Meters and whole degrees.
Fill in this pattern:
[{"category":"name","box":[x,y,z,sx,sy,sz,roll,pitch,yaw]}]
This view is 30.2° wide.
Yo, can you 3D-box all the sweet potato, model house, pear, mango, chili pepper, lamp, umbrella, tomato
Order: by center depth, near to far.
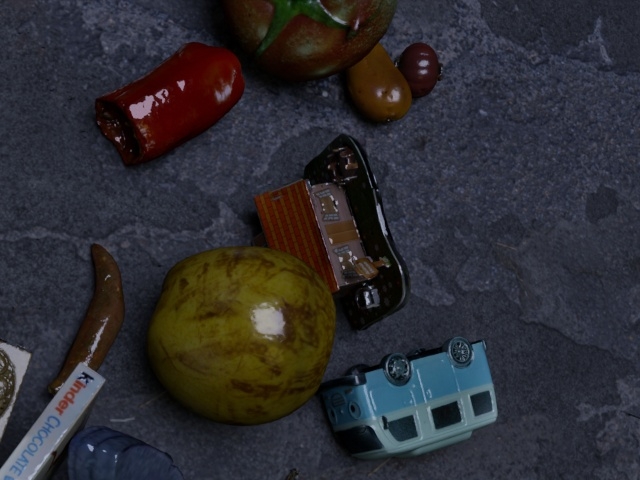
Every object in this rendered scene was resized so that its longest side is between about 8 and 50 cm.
[{"category":"pear","box":[-0.115,0.136,1.716,0.281,0.281,0.280,10,68,-25]},{"category":"sweet potato","box":[-0.329,0.121,1.734,0.078,0.058,0.255,12,61,-1]},{"category":"umbrella","box":[-0.051,0.385,1.805,0.031,0.020,0.083,9,61,18]},{"category":"model house","box":[-0.001,-0.001,1.864,0.154,0.207,0.294,-13,78,-28]},{"category":"chili pepper","box":[-0.194,-0.250,1.898,0.338,0.131,0.134,-39,102,-35]},{"category":"tomato","box":[-0.017,-0.423,1.970,0.303,0.303,0.239,49,19,-4]},{"category":"mango","box":[0.095,-0.275,2.090,0.105,0.084,0.159,-18,60,-16]},{"category":"lamp","box":[0.175,-0.305,2.130,0.090,0.101,0.101,8,67,-3]}]

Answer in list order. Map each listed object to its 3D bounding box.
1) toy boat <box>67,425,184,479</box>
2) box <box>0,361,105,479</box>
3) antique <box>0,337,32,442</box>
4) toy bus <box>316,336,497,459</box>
[{"category":"toy boat","box":[-0.258,0.331,1.579,0.078,0.283,0.127,15,61,23]},{"category":"box","box":[-0.383,0.310,1.511,0.048,0.265,0.273,35,58,-1]},{"category":"antique","box":[-0.479,0.197,1.573,0.147,0.148,0.152,22,66,-17]},{"category":"toy bus","box":[0.144,0.258,1.887,0.271,0.133,0.164,-11,81,-33]}]
